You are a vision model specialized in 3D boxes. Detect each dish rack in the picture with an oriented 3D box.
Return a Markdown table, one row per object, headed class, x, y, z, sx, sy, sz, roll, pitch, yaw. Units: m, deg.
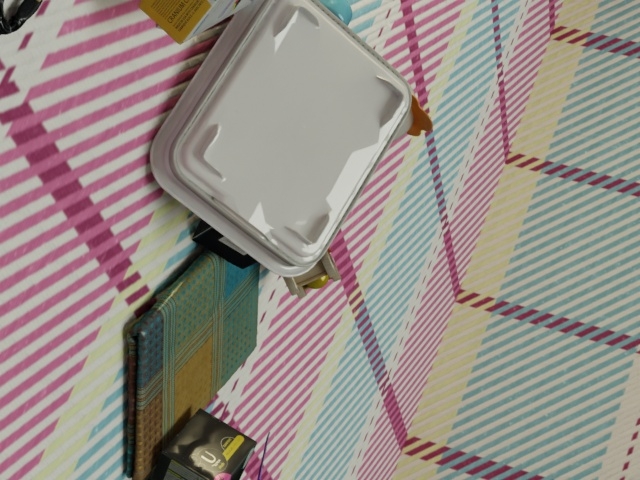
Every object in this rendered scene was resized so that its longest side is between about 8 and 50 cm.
| class | x | y | z | sx | sy | sz | roll | pitch | yaw |
| --- | --- | --- | --- | --- | --- | --- | --- | --- | --- |
| dish rack | -0.032 | -0.147 | 1.833 | 0.285 | 0.072 | 0.333 | 38 | 74 | -25 |

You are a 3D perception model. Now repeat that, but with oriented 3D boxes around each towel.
| class | x | y | z | sx | sy | sz | roll | pitch | yaw |
| --- | --- | --- | --- | --- | --- | --- | --- | --- | --- |
| towel | -0.179 | 0.139 | 2.038 | 0.370 | 0.040 | 0.271 | -49 | 149 | -53 |

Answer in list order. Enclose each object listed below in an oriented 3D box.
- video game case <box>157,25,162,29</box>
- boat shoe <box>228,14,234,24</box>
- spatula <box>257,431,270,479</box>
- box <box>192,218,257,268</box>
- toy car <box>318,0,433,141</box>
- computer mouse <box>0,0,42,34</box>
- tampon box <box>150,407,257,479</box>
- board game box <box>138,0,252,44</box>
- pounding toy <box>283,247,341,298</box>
| class | x | y | z | sx | sy | sz | roll | pitch | yaw |
| --- | --- | --- | --- | --- | --- | --- | --- | --- | --- |
| video game case | -0.170 | -0.323 | 1.698 | 0.087 | 0.011 | 0.122 | -52 | 152 | -53 |
| boat shoe | -0.085 | -0.218 | 1.913 | 0.096 | 0.098 | 0.277 | 14 | 90 | -73 |
| spatula | -0.133 | 0.421 | 2.091 | 0.296 | 0.030 | 0.084 | -62 | 177 | -11 |
| box | -0.080 | -0.061 | 1.953 | 0.156 | 0.093 | 0.158 | -25 | -142 | 59 |
| toy car | 0.059 | -0.222 | 2.131 | 0.210 | 0.238 | 0.219 | 80 | 30 | -55 |
| computer mouse | -0.312 | -0.162 | 1.334 | 0.071 | 0.041 | 0.242 | 80 | 30 | -54 |
| tampon box | -0.180 | 0.348 | 2.034 | 0.120 | 0.101 | 0.161 | -49 | 166 | -55 |
| board game box | -0.068 | -0.355 | 1.623 | 0.242 | 0.064 | 0.316 | -48 | -177 | 19 |
| pounding toy | 0.000 | 0.000 | 2.187 | 0.269 | 0.155 | 0.154 | 63 | 2 | -66 |
